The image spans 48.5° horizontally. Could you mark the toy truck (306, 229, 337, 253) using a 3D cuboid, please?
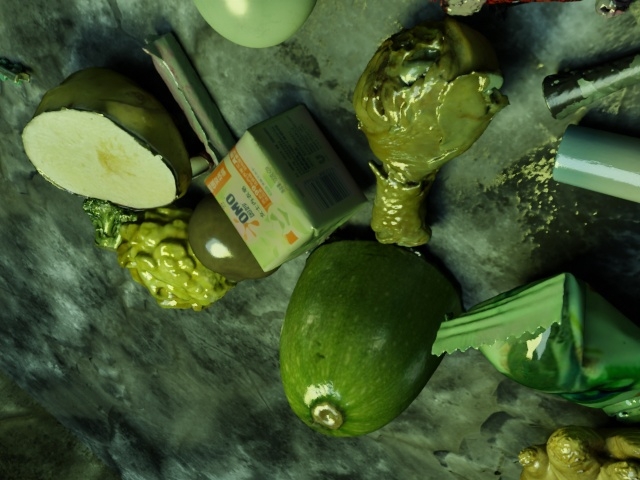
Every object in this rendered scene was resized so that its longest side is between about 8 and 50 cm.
[{"bbox_3d":[0.000,0.000,1.284,0.044,0.039,0.083,28,143,-10],"label":"toy truck"}]

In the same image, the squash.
[{"bbox_3d":[0.057,0.200,1.188,0.310,0.309,0.310,17,140,15],"label":"squash"}]

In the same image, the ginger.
[{"bbox_3d":[0.446,0.392,1.174,0.375,0.236,0.166,-35,58,41],"label":"ginger"}]

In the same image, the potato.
[{"bbox_3d":[-0.355,-0.199,1.270,0.299,0.196,0.246,13,144,14],"label":"potato"}]

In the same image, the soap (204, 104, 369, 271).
[{"bbox_3d":[-0.060,-0.080,1.152,0.199,0.138,0.182,56,141,3],"label":"soap"}]

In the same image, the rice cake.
[{"bbox_3d":[-0.215,-0.221,1.220,0.051,0.081,0.290,-16,116,32],"label":"rice cake"}]

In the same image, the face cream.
[{"bbox_3d":[0.413,-0.076,0.850,0.250,0.077,0.077,20,136,24],"label":"face cream"}]

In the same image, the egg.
[{"bbox_3d":[-0.088,-0.376,0.892,0.182,0.183,0.264,13,125,29],"label":"egg"}]

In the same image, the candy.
[{"bbox_3d":[0.400,0.172,1.023,0.397,0.172,0.263,29,155,-13],"label":"candy"}]

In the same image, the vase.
[{"bbox_3d":[0.342,-0.192,0.816,0.167,0.059,0.059,-16,115,45],"label":"vase"}]

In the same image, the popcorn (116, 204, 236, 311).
[{"bbox_3d":[-0.268,0.047,1.420,0.225,0.174,0.286,20,154,21],"label":"popcorn"}]

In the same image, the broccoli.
[{"bbox_3d":[-0.428,-0.046,1.515,0.162,0.138,0.146,8,164,18],"label":"broccoli"}]

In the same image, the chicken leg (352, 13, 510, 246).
[{"bbox_3d":[0.135,-0.125,0.985,0.201,0.153,0.429,20,145,12],"label":"chicken leg"}]

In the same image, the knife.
[{"bbox_3d":[-0.287,-0.132,1.377,0.278,0.053,0.123,-19,118,45],"label":"knife"}]

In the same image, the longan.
[{"bbox_3d":[-0.146,-0.013,1.288,0.189,0.189,0.189,22,137,22],"label":"longan"}]

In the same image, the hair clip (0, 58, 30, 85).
[{"bbox_3d":[-0.665,-0.354,1.485,0.172,0.049,0.049,25,138,27],"label":"hair clip"}]

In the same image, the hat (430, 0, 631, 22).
[{"bbox_3d":[0.235,-0.302,0.786,0.227,0.129,0.140,16,113,3],"label":"hat"}]
